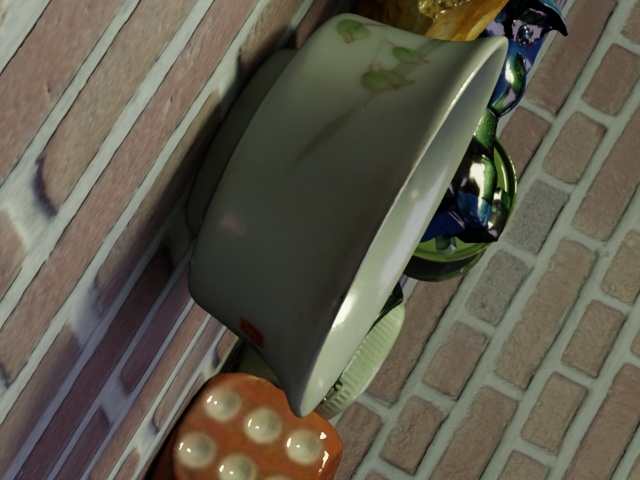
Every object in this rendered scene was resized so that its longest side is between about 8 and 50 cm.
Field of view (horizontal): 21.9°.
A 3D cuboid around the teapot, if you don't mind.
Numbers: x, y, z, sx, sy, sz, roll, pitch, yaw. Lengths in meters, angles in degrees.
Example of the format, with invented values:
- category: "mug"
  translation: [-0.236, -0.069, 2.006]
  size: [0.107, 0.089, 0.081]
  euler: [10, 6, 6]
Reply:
- category: "teapot"
  translation: [0.140, -0.031, 2.325]
  size: [0.270, 0.200, 0.337]
  euler: [-35, 172, -3]

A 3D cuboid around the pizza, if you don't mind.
- category: "pizza"
  translation: [0.080, -0.179, 1.572]
  size: [0.258, 0.087, 0.268]
  euler: [-33, 162, -50]

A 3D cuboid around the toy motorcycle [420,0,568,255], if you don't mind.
- category: "toy motorcycle"
  translation: [0.147, -0.152, 1.686]
  size: [0.125, 0.196, 0.331]
  euler: [39, 54, -44]

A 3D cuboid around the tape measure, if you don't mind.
- category: "tape measure"
  translation: [0.007, 0.090, 1.925]
  size: [0.207, 0.115, 0.235]
  euler: [-14, -141, 58]

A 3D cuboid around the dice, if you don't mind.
- category: "dice"
  translation: [-0.085, 0.262, 1.864]
  size: [0.174, 0.175, 0.179]
  euler: [-57, 168, -31]

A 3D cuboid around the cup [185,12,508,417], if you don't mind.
- category: "cup"
  translation: [0.001, -0.046, 1.342]
  size: [0.347, 0.163, 0.347]
  euler: [-59, 173, -12]
